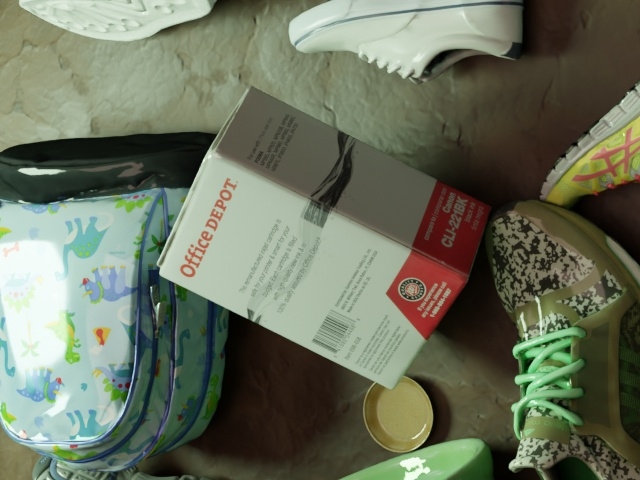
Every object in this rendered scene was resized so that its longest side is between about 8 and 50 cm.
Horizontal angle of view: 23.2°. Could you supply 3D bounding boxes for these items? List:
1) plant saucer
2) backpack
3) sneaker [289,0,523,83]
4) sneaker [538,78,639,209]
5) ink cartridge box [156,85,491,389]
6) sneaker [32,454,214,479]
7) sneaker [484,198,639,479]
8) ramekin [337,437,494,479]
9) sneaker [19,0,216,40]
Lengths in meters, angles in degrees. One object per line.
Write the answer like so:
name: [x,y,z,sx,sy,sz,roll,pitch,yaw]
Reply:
plant saucer: [0.086,0.184,1.661,0.083,0.015,0.083,3,95,30]
backpack: [-0.236,0.076,1.726,0.290,0.273,0.356,1,106,23]
sneaker: [0.084,-0.206,1.588,0.258,0.094,0.091,-5,87,29]
sneaker: [0.295,-0.080,1.488,0.094,0.081,0.208,47,120,5]
ink cartridge box: [0.000,0.000,1.543,0.272,0.114,0.197,26,135,-3]
sneaker: [-0.191,0.330,1.793,0.297,0.111,0.129,23,136,16]
sneaker: [0.241,0.154,1.460,0.158,0.182,0.410,-31,78,42]
ramekin: [0.054,0.324,1.536,0.303,0.303,0.148,-23,90,29]
sneaker: [-0.197,-0.361,1.742,0.322,0.130,0.236,0,70,47]
